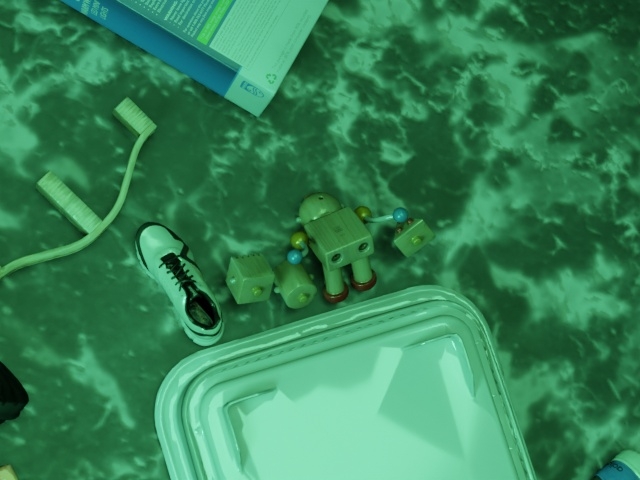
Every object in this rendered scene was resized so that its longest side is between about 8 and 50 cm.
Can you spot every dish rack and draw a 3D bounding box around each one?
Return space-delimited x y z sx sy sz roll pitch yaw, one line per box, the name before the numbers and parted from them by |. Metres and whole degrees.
dish rack | 0.047 0.215 1.257 0.285 0.072 0.333 -16 85 -15

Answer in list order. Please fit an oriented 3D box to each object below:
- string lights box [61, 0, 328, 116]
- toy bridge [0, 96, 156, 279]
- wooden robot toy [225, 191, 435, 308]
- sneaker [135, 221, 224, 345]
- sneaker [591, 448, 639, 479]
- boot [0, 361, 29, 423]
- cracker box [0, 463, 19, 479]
string lights box | -0.124 -0.226 1.295 0.259 0.077 0.133 31 75 -5
toy bridge | -0.195 -0.026 1.270 0.063 0.026 0.188 44 75 -3
wooden robot toy | 0.000 0.000 1.300 0.173 0.076 0.079 -21 50 -15
sneaker | -0.107 0.030 1.270 0.040 0.044 0.109 -34 86 -14
sneaker | 0.264 0.250 1.299 0.084 0.058 0.152 -36 84 -21
boot | -0.355 0.153 1.163 0.207 0.246 0.094 -54 54 14
cracker box | -0.249 0.299 1.178 0.155 0.067 0.232 -24 85 -14
